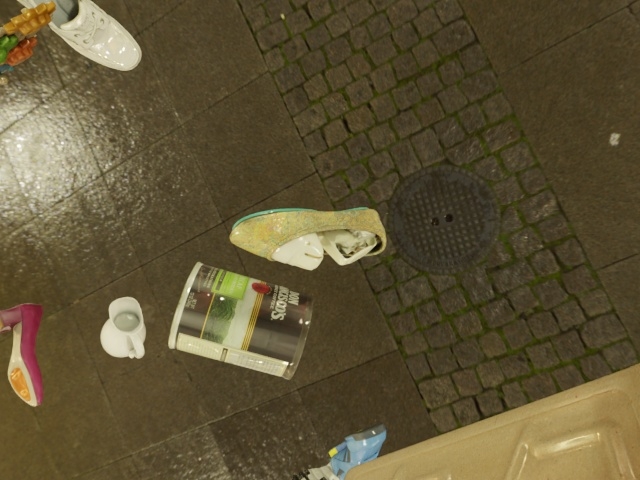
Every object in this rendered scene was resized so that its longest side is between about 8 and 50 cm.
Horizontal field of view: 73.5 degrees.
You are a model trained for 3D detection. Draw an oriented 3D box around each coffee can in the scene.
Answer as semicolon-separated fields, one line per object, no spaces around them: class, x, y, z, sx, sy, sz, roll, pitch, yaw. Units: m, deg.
coffee can;-0.176;0.183;0.979;0.275;0.201;0.202;17;96;-7

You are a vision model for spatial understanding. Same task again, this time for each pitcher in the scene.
pitcher;-0.573;0.289;1.272;0.178;0.125;0.207;61;140;20

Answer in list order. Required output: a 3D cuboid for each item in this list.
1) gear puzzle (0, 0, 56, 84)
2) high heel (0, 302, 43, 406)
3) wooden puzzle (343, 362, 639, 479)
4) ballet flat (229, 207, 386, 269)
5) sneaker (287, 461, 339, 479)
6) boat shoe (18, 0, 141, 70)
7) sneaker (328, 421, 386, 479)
gear puzzle;-0.548;-0.335;0.760;0.338;0.176;0.044;-10;126;36
high heel;-0.677;0.263;1.015;0.082;0.117;0.244;-39;77;21
wooden puzzle;0.097;0.260;0.227;0.080;0.322;0.348;34;129;-10
ballet flat;0.000;0.000;0.829;0.123;0.348;0.123;9;101;49
sneaker;0.010;0.589;1.018;0.234;0.078;0.106;-16;105;-25
boat shoe;-0.476;-0.428;0.835;0.096;0.277;0.098;37;96;46
sneaker;0.073;0.374;0.734;0.069;0.209;0.082;-8;55;-24
